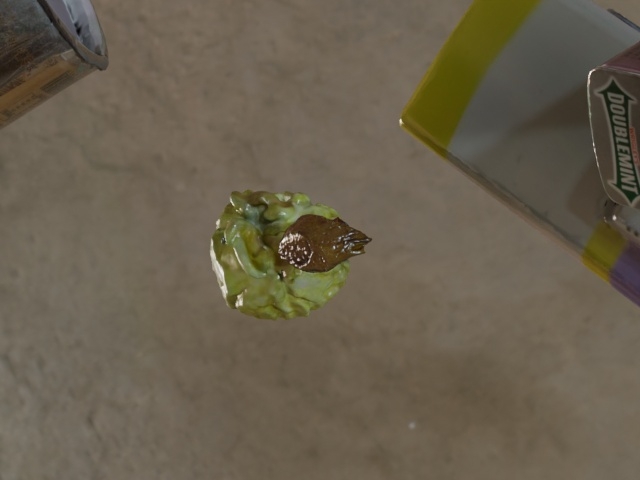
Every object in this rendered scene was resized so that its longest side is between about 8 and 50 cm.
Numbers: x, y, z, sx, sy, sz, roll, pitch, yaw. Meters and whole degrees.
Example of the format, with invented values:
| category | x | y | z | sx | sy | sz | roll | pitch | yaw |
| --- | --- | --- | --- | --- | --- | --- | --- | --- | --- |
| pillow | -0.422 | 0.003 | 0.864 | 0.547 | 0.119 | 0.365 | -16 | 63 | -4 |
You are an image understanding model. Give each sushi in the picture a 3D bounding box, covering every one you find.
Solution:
| category | x | y | z | sx | sy | sz | roll | pitch | yaw |
| --- | --- | --- | --- | --- | --- | --- | --- | --- | --- |
| sushi | 0.000 | 0.000 | 1.218 | 0.099 | 0.047 | 0.050 | 9 | 128 | 43 |

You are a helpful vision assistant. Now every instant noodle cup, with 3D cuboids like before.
| category | x | y | z | sx | sy | sz | roll | pitch | yaw |
| --- | --- | --- | --- | --- | --- | --- | --- | --- | --- |
| instant noodle cup | -0.278 | -0.150 | 0.951 | 0.207 | 0.217 | 0.217 | -26 | 89 | 6 |

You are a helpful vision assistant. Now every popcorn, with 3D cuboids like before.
| category | x | y | z | sx | sy | sz | roll | pitch | yaw |
| --- | --- | --- | --- | --- | --- | --- | --- | --- | --- |
| popcorn | -0.041 | 0.017 | 1.347 | 0.141 | 0.162 | 0.135 | 25 | 103 | -6 |

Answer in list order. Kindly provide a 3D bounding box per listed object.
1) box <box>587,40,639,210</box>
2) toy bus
| category | x | y | z | sx | sy | sz | roll | pitch | yaw |
| --- | --- | --- | --- | --- | --- | --- | --- | --- | --- |
| box | 0.303 | -0.121 | 1.033 | 0.069 | 0.224 | 0.120 | 23 | 138 | 48 |
| toy bus | 0.312 | -0.057 | 1.241 | 0.440 | 0.249 | 0.209 | 40 | 105 | 22 |
